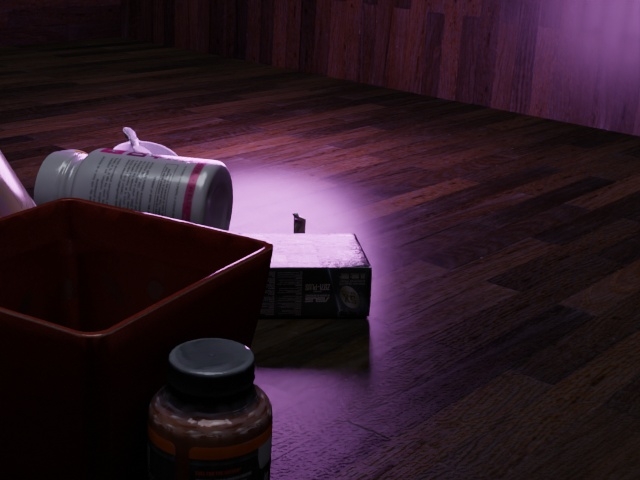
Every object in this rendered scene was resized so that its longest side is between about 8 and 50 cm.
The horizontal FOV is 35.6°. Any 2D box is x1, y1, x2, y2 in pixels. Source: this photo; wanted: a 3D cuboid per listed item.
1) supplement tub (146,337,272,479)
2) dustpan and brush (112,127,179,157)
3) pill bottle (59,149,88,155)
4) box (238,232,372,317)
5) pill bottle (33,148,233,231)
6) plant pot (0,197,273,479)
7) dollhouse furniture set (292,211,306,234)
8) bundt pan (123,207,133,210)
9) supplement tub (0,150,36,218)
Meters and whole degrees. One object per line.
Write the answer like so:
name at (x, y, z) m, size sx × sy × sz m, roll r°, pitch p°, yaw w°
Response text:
supplement tub at (-0.093, 0.185, 0.836) m, size 0.106 × 0.197 × 0.106 m, roll 3°, pitch 20°, yaw -1°
dustpan and brush at (-0.384, -0.189, 2.097) m, size 0.147 × 0.060 × 0.211 m, roll -6°, pitch 21°, yaw -24°
pill bottle at (-0.435, -0.104, 1.776) m, size 0.103 × 0.103 × 0.184 m, roll -6°, pitch 21°, yaw -25°
box at (-0.027, 0.048, 1.433) m, size 0.180 × 0.077 × 0.147 m, roll 0°, pitch 19°, yaw -9°
pill bottle at (-0.295, -0.062, 1.584) m, size 0.283 × 0.160 × 0.160 m, roll 7°, pitch 19°, yaw 12°
plant pot at (-0.225, 0.121, 0.945) m, size 0.267 × 0.235 × 0.267 m, roll 13°, pitch 22°, yaw 26°
dollhouse furniture set at (0.000, 0.000, 1.572) m, size 0.091 × 0.081 × 0.114 m, roll -15°, pitch 26°, yaw -42°
bundt pan at (-0.335, 0.037, 1.352) m, size 0.331 × 0.124 × 0.331 m, roll 4°, pitch 18°, yaw -1°
supplement tub at (-0.435, -0.019, 1.065) m, size 0.236 × 0.324 × 0.235 m, roll -3°, pitch 59°, yaw 4°
